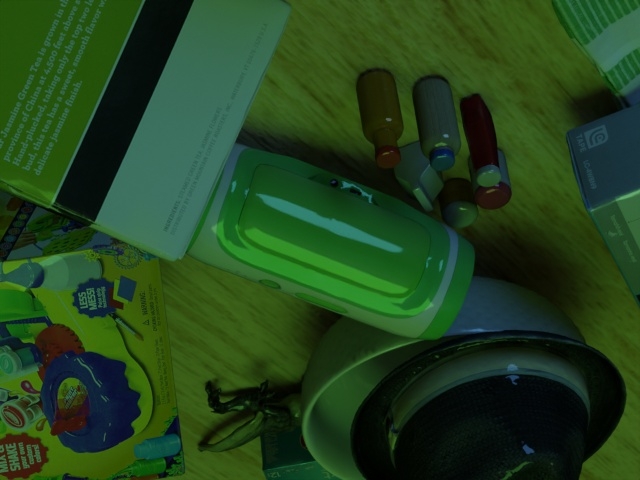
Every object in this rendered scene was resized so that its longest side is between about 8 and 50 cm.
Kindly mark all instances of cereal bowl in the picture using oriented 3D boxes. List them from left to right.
[{"bbox_3d":[0.141,0.149,1.890,0.339,0.141,0.339,-4,141,-3],"label":"cereal bowl"}]

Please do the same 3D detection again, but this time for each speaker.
[{"bbox_3d":[0.000,0.000,1.663,0.296,0.131,0.131,21,135,-12],"label":"speaker"}]

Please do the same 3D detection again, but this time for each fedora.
[{"bbox_3d":[0.189,0.245,1.784,0.334,0.152,0.334,-4,141,-3],"label":"fedora"}]

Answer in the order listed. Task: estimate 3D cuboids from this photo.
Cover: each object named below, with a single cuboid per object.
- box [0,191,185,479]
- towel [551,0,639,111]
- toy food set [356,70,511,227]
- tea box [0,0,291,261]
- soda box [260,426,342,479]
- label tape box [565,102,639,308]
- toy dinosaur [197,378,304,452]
[{"bbox_3d":[-0.287,0.085,1.578,0.279,0.177,0.290,-9,127,-7],"label":"box"},{"bbox_3d":[0.362,-0.212,1.556,0.248,0.038,0.325,-24,138,20],"label":"towel"},{"bbox_3d":[0.126,-0.071,1.643,0.111,0.104,0.232,-19,139,15],"label":"toy food set"},{"bbox_3d":[-0.261,-0.164,1.265,0.323,0.220,0.329,26,176,-32],"label":"tea box"},{"bbox_3d":[0.033,0.260,2.070,0.210,0.067,0.071,-10,141,5],"label":"soda box"},{"bbox_3d":[0.450,-0.061,1.646,0.347,0.115,0.249,-19,140,16],"label":"label tape box"},{"bbox_3d":[-0.070,0.206,2.000,0.268,0.064,0.118,-23,145,25],"label":"toy dinosaur"}]
